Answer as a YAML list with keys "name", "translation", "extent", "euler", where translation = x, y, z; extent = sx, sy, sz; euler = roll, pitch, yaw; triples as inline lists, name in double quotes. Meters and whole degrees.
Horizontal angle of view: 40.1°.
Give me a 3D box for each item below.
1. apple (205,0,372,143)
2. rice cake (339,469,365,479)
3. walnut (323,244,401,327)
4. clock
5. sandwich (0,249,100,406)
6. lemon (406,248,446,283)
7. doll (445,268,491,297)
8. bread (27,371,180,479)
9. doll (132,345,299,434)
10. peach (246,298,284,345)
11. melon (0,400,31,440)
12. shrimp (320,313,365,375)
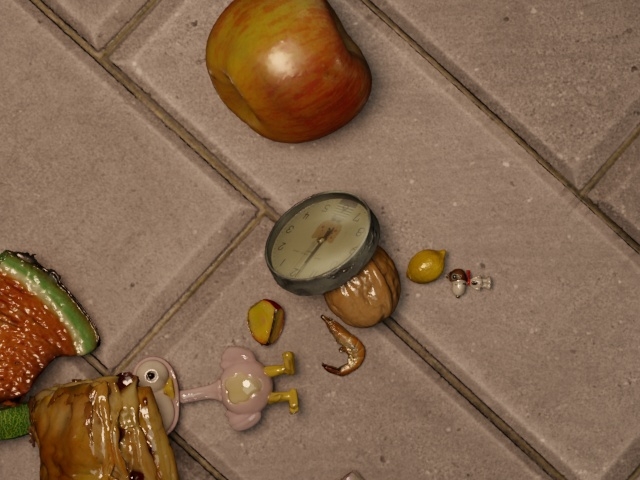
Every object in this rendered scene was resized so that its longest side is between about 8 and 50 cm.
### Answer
- name: "apple"
  translation: [-0.069, -0.316, 1.603]
  extent: [0.301, 0.301, 0.302]
  euler: [0, 87, -2]
- name: "rice cake"
  translation: [-0.009, 0.578, 1.675]
  extent: [0.298, 0.050, 0.106]
  euler: [-44, 89, -3]
- name: "walnut"
  translation: [0.078, 0.085, 1.656]
  extent: [0.166, 0.149, 0.167]
  euler: [2, 86, -29]
- name: "clock"
  translation: [0.000, 0.000, 1.630]
  extent: [0.226, 0.226, 0.049]
  euler: [-35, 130, -3]
- name: "sandwich"
  translation: [-0.576, 0.196, 1.617]
  extent: [0.250, 0.162, 0.301]
  euler: [43, 56, -12]
- name: "lemon"
  translation: [0.207, 0.049, 1.701]
  extent: [0.092, 0.065, 0.065]
  euler: [-36, 89, -1]
- name: "doll"
  translation: [0.291, 0.078, 1.716]
  extent: [0.085, 0.040, 0.058]
  euler: [-15, 101, 2]
- name: "bread"
  translation: [-0.401, 0.409, 1.562]
  extent: [0.277, 0.167, 0.325]
  euler: [-15, 91, 34]
- name: "doll"
  translation: [-0.226, 0.287, 1.660]
  extent: [0.365, 0.094, 0.160]
  euler: [-6, 85, -3]
- name: "peach"
  translation: [-0.100, 0.157, 1.690]
  extent: [0.077, 0.050, 0.083]
  euler: [-28, 79, 20]
- name: "melon"
  translation: [-0.634, 0.346, 1.635]
  extent: [0.209, 0.118, 0.064]
  euler: [-8, 93, 3]
- name: "shrimp"
  translation: [0.028, 0.204, 1.706]
  extent: [0.091, 0.025, 0.127]
  euler: [-36, 92, -2]
